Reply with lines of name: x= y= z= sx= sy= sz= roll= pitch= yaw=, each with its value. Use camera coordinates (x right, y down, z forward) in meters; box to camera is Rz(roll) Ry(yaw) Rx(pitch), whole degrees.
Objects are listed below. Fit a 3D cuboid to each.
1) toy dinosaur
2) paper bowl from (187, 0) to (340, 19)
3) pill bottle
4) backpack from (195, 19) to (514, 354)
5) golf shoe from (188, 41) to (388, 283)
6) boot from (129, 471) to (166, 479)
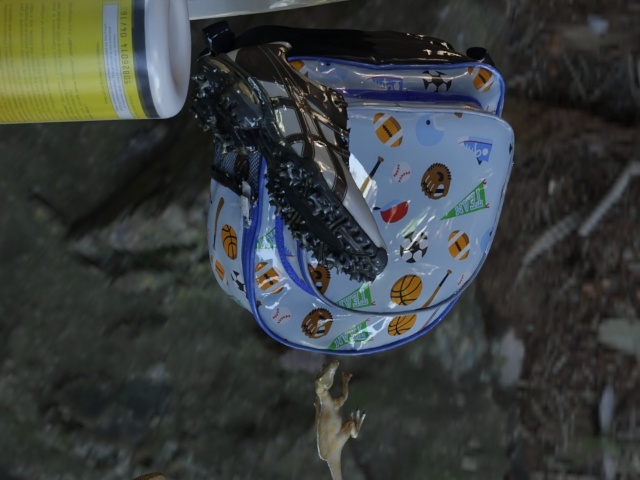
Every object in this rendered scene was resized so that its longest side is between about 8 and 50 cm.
toy dinosaur: x=0.010 y=0.191 z=1.797 sx=0.053 sy=0.093 sz=0.183 roll=-2 pitch=115 yaw=15
paper bowl: x=-0.081 y=-0.267 z=1.506 sx=0.284 sy=0.284 sz=0.148 roll=-4 pitch=93 yaw=11
pill bottle: x=-0.180 y=-0.126 z=1.148 sx=0.184 sy=0.103 sz=0.103 roll=-1 pitch=113 yaw=6
backpack: x=0.031 y=-0.035 z=1.525 sx=0.276 sy=0.213 sz=0.263 roll=2 pitch=114 yaw=-21
golf shoe: x=-0.003 y=-0.063 z=1.241 sx=0.198 sy=0.094 sz=0.077 roll=52 pitch=151 yaw=14
boot: x=-0.111 y=0.243 z=0.954 sx=0.095 sy=0.262 sz=0.203 roll=-27 pitch=85 yaw=15
